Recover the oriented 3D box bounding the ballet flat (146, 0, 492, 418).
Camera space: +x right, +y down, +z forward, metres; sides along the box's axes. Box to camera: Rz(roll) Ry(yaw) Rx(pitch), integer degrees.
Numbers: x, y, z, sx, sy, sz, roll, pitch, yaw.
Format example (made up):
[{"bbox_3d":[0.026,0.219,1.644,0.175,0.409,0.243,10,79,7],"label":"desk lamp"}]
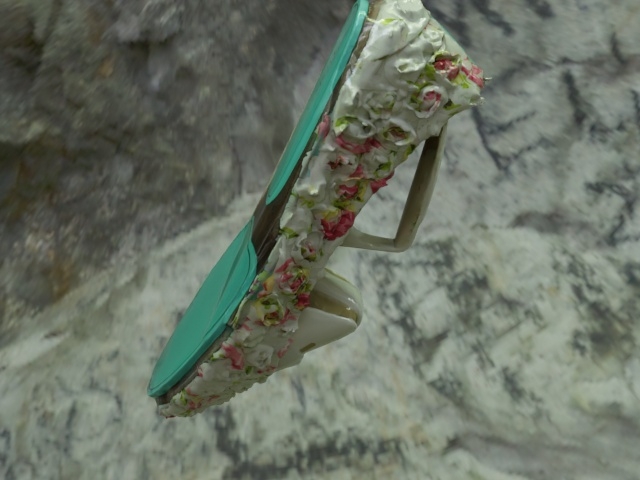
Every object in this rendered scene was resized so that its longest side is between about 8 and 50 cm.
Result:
[{"bbox_3d":[0.000,0.000,0.659,0.077,0.091,0.241,26,-67,-12],"label":"ballet flat"}]
